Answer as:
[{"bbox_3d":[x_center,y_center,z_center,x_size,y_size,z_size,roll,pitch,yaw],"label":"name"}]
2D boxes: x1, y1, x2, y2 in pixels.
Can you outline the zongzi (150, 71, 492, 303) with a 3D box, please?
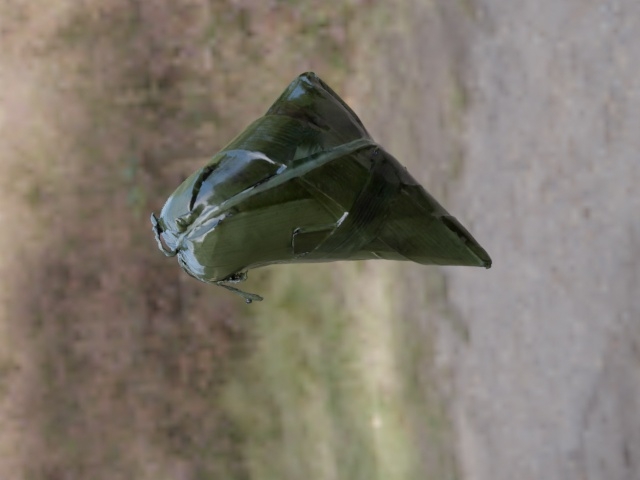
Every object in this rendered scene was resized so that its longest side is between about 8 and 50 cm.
[{"bbox_3d":[0.000,0.000,0.847,0.119,0.109,0.055,43,151,8],"label":"zongzi"}]
